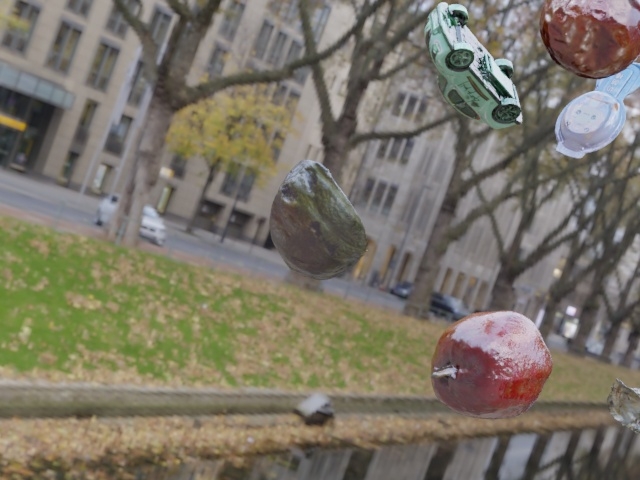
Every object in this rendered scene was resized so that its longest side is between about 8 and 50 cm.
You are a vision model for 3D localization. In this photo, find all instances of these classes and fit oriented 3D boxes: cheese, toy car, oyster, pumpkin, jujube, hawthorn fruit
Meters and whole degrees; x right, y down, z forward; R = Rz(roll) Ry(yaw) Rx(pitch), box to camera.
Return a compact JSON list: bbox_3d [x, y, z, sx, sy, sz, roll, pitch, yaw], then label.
[{"bbox_3d":[0.557,-0.265,1.951,0.135,0.245,0.052,29,-12,37],"label":"cheese"},{"bbox_3d":[0.287,-0.331,1.921,0.125,0.136,0.306,-28,-45,30],"label":"toy car"},{"bbox_3d":[0.735,0.391,2.240,0.056,0.105,0.177,-8,25,-37],"label":"oyster"},{"bbox_3d":[0.000,0.000,2.078,0.169,0.148,0.312,32,-27,49],"label":"pumpkin"},{"bbox_3d":[0.486,-0.395,1.742,0.190,0.190,0.255,20,31,4],"label":"jujube"},{"bbox_3d":[0.303,0.232,1.821,0.249,0.215,0.215,1,10,-28],"label":"hawthorn fruit"}]
